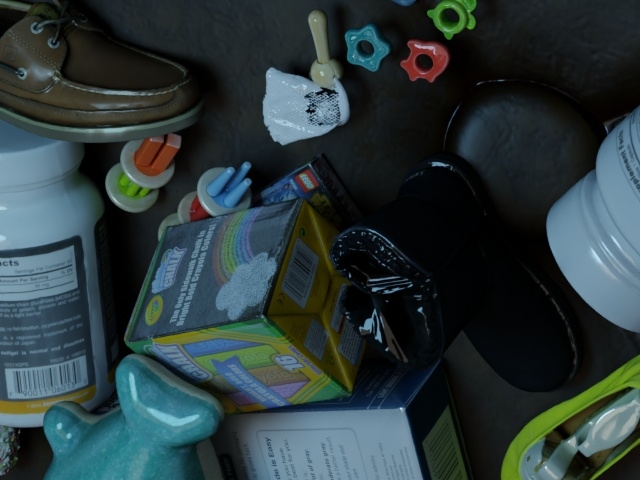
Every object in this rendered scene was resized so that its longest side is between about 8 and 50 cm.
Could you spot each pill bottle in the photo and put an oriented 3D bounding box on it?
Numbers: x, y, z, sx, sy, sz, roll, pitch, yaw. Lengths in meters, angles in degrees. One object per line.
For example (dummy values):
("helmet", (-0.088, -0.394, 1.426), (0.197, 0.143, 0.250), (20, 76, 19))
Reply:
("pill bottle", (0.317, -0.060, 1.494), (0.160, 0.160, 0.283), (45, 125, -1))
("pill bottle", (-0.278, 0.022, 1.817), (0.162, 0.162, 0.278), (8, 116, 22))

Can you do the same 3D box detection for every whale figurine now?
("whale figurine", (-0.165, 0.220, 1.719), (0.216, 0.141, 0.272), (31, 140, 8))

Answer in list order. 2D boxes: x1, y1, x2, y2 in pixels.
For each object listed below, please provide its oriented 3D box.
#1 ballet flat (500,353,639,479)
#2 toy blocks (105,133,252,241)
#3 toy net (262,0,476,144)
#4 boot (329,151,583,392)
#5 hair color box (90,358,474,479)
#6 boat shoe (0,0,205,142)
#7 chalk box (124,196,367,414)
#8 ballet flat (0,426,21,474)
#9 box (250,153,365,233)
("ballet flat", (0.230, 0.177, 1.701), (0.077, 0.077, 0.231), (45, 125, -1))
("toy blocks", (-0.122, -0.055, 1.741), (0.123, 0.054, 0.148), (44, 145, -1))
("toy net", (0.039, -0.159, 1.651), (0.122, 0.045, 0.232), (40, 126, 1))
("boot", (0.113, 0.063, 1.622), (0.094, 0.207, 0.246), (-25, 102, 32))
("hair color box", (-0.038, 0.214, 1.829), (0.347, 0.105, 0.174), (-5, 112, 27))
("boat shoe", (-0.250, -0.163, 1.743), (0.307, 0.111, 0.104), (9, 118, 21))
("chalk box", (-0.074, 0.065, 1.702), (0.213, 0.132, 0.132), (-12, 138, 39))
("ballet flat", (-0.349, 0.127, 1.953), (0.077, 0.091, 0.241), (-22, 108, 9))
("box", (0.000, 0.000, 1.753), (0.094, 0.027, 0.137), (-28, 100, 35))
